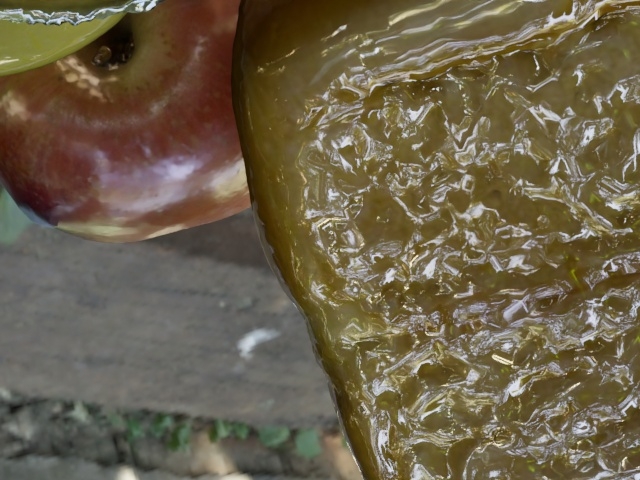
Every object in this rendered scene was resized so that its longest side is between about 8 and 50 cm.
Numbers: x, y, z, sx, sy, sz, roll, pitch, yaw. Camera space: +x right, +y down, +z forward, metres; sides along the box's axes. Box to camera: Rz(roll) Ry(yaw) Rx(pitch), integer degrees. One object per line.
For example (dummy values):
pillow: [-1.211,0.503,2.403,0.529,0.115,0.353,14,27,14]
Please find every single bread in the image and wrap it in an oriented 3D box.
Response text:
bread: [0.148,-0.017,0.525,0.337,0.148,0.328,-18,114,17]

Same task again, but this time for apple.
apple: [-0.085,-0.084,0.634,0.199,0.199,0.199,-15,148,-10]

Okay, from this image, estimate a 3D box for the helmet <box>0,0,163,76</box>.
helmet: [-0.157,-0.140,0.408,0.205,0.257,0.140,-49,-177,-41]
